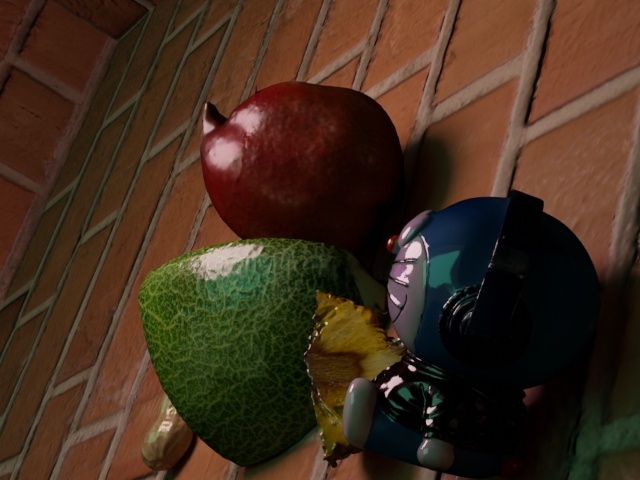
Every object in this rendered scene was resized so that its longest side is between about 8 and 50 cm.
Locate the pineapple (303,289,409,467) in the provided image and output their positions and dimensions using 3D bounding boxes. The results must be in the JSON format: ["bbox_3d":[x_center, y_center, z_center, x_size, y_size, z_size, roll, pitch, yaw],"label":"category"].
[{"bbox_3d":[0.073,0.186,1.787,0.164,0.140,0.250,-14,51,2],"label":"pineapple"}]

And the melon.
[{"bbox_3d":[-0.071,0.128,2.013,0.343,0.226,0.331,-38,70,43],"label":"melon"}]

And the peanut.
[{"bbox_3d":[-0.238,0.295,2.303,0.082,0.082,0.187,-17,45,58],"label":"peanut"}]

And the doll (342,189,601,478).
[{"bbox_3d":[0.170,0.094,1.505,0.284,0.240,0.310,-21,-52,-83],"label":"doll"}]

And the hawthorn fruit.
[{"bbox_3d":[-0.022,-0.093,2.057,0.295,0.311,0.295,177,90,-74],"label":"hawthorn fruit"}]
